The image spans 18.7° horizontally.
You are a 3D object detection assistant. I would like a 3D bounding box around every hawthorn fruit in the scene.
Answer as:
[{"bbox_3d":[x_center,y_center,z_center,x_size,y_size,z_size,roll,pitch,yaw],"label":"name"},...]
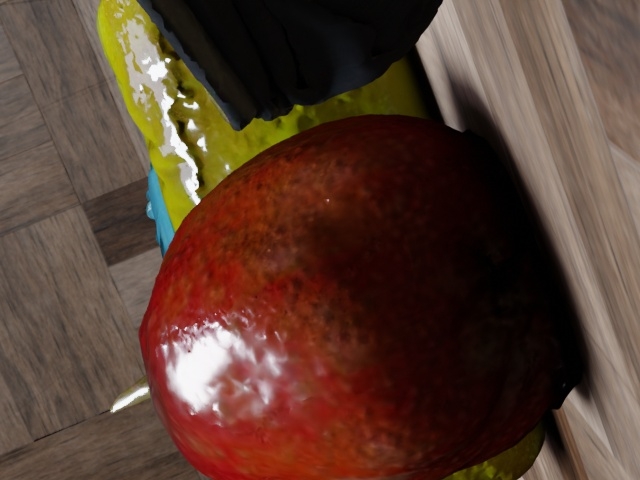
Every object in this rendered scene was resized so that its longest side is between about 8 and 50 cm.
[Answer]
[{"bbox_3d":[-0.001,0.037,0.952,0.189,0.251,0.189,42,-139,-53],"label":"hawthorn fruit"}]

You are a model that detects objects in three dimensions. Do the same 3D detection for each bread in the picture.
[{"bbox_3d":[0.000,0.000,1.092,0.112,0.166,0.383,-62,-47,-67],"label":"bread"}]

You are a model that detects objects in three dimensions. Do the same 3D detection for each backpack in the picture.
[{"bbox_3d":[-0.029,-0.180,0.729,0.206,0.133,0.258,58,-170,-40],"label":"backpack"}]

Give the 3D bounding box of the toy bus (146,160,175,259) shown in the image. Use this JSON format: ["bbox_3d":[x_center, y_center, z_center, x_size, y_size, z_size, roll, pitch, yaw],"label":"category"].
[{"bbox_3d":[-0.023,0.029,1.622,0.183,0.199,0.343,69,180,-47],"label":"toy bus"}]
